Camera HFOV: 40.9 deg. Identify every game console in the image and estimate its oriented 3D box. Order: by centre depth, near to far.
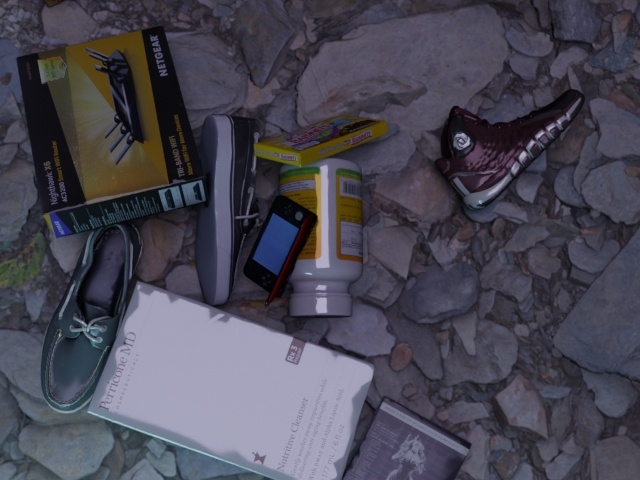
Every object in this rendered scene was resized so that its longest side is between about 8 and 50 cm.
[{"bbox_3d":[-0.071,0.012,1.288,0.124,0.085,0.144,32,101,33],"label":"game console"}]

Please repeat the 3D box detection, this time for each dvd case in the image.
[{"bbox_3d":[0.125,0.390,1.394,0.165,0.018,0.221,29,80,0],"label":"dvd case"}]

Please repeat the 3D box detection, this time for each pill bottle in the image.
[{"bbox_3d":[0.000,0.000,1.378,0.136,0.136,0.245,1,82,-6],"label":"pill bottle"}]

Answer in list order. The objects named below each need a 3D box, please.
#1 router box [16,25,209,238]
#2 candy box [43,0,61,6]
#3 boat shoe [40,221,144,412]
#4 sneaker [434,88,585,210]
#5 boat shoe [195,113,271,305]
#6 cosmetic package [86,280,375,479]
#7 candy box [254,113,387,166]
[{"bbox_3d":[-0.330,-0.177,1.352,0.243,0.081,0.308,-15,64,-8],"label":"router box"},{"bbox_3d":[-0.369,-0.552,1.448,0.316,0.087,0.183,-29,86,-10],"label":"candy box"},{"bbox_3d":[-0.365,0.113,1.342,0.116,0.099,0.319,19,80,-3],"label":"boat shoe"},{"bbox_3d":[0.309,-0.196,1.460,0.281,0.106,0.162,-44,85,-10],"label":"sneaker"},{"bbox_3d":[-0.139,-0.048,1.388,0.105,0.113,0.306,1,88,-27],"label":"boat shoe"},{"bbox_3d":[-0.133,0.225,1.321,0.385,0.156,0.217,18,82,-4],"label":"cosmetic package"},{"bbox_3d":[0.003,-0.164,1.379,0.206,0.105,0.027,-25,118,-40],"label":"candy box"}]
